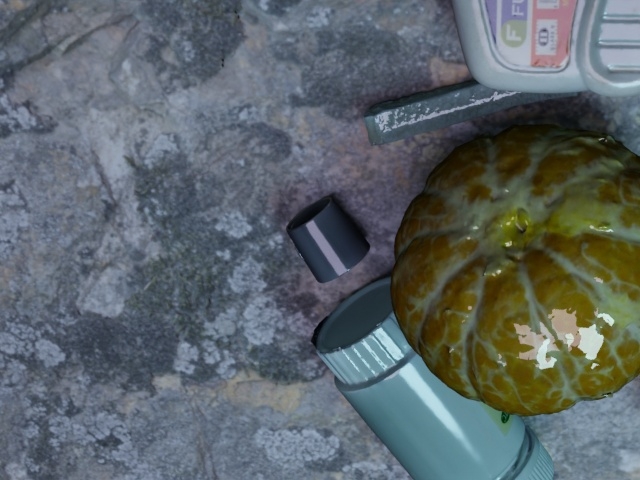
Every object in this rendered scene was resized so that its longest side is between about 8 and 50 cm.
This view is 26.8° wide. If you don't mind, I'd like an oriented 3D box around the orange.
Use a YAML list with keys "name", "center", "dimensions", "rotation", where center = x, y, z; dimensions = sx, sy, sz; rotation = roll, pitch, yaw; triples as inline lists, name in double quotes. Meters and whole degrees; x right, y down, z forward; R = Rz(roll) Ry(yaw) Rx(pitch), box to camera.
- name: "orange"
  center: [0.237, 0.034, 1.460]
  dimensions: [0.329, 0.329, 0.249]
  rotation: [-27, 146, 21]

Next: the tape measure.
- name: "tape measure"
  center: [0.263, -0.284, 1.385]
  dimensions: [0.265, 0.130, 0.258]
  rotation: [3, 111, 10]

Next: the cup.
- name: "cup"
  center: [0.000, 0.000, 1.616]
  dimensions: [0.100, 0.078, 0.077]
  rotation: [-18, 112, 51]

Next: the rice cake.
- name: "rice cake"
  center: [0.167, -0.156, 1.518]
  dimensions: [0.245, 0.042, 0.045]
  rotation: [-14, 111, 16]

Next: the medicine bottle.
- name: "medicine bottle"
  center: [0.138, 0.202, 1.650]
  dimensions: [0.158, 0.158, 0.318]
  rotation: [-31, 110, 22]
